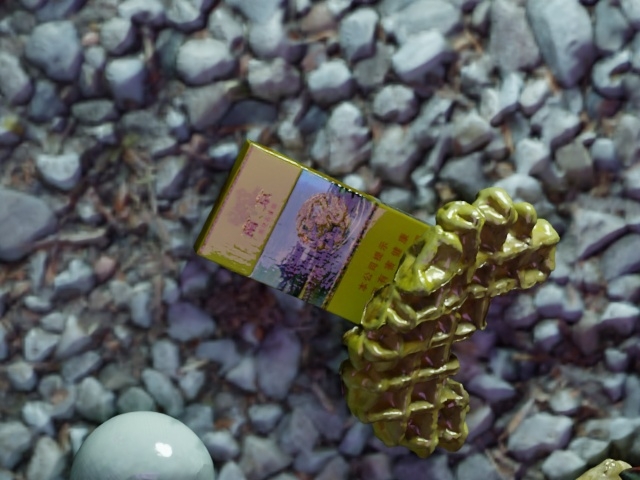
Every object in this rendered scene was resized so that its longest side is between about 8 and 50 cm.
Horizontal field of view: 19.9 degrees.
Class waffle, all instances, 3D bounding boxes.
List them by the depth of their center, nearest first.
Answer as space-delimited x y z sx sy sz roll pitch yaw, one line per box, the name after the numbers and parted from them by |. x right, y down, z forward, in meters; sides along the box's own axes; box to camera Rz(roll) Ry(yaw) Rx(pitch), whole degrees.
0.089 0.055 1.260 0.194 0.051 0.149 -56 139 -1 | waffle

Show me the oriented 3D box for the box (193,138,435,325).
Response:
0.000 0.000 1.253 0.155 0.023 0.087 24 102 -16 | box

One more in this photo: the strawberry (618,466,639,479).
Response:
0.322 0.179 1.328 0.228 0.098 0.174 -27 95 -37 | strawberry

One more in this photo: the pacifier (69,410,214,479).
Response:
-0.150 0.234 1.187 0.343 0.288 0.269 31 70 -22 | pacifier

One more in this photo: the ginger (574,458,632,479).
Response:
0.224 0.251 1.353 0.176 0.052 0.193 -16 99 -8 | ginger
